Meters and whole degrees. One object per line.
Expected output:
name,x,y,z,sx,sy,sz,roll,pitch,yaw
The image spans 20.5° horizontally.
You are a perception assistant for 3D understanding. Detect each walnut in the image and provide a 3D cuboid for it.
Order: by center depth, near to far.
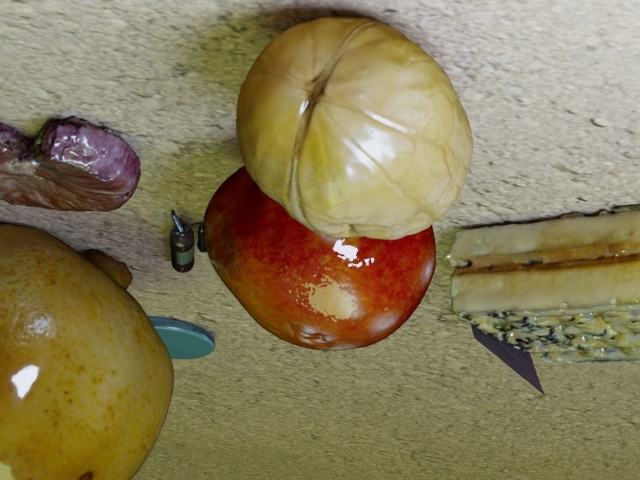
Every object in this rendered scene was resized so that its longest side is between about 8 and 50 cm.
walnut,0.031,-0.091,1.482,0.193,0.193,0.225,-2,164,27

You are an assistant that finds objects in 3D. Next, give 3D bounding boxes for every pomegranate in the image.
pomegranate,-0.372,0.165,2.161,0.416,0.417,0.417,6,163,2

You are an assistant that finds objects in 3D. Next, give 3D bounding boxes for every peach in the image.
peach,0.000,0.000,1.745,0.243,0.199,0.243,20,160,8

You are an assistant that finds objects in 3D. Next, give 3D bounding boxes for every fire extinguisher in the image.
fire extinguisher,-0.155,0.005,2.096,0.049,0.035,0.173,11,166,-1

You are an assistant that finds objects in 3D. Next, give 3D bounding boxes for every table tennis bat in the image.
table tennis bat,-0.235,0.157,2.611,0.149,0.038,0.237,8,158,-9

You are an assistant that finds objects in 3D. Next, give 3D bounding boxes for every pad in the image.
pad,0.204,0.105,2.048,0.113,0.006,0.188,40,-165,-18

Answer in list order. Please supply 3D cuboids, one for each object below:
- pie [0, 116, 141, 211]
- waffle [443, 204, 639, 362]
pie,-0.293,-0.080,1.845,0.218,0.054,0.204,1,161,20
waffle,0.355,0.053,1.925,0.376,0.114,0.261,-6,161,37
